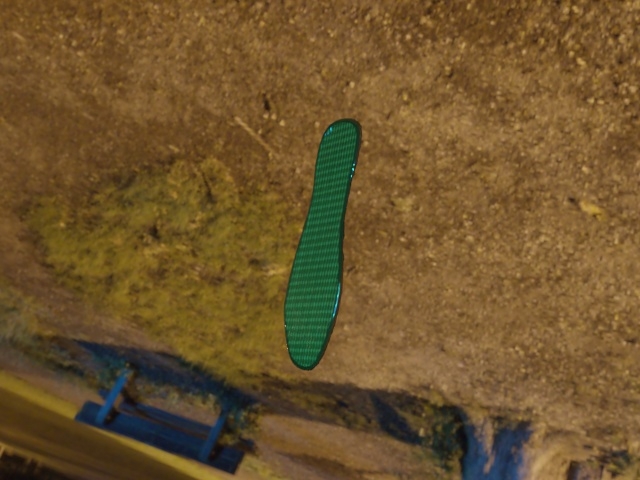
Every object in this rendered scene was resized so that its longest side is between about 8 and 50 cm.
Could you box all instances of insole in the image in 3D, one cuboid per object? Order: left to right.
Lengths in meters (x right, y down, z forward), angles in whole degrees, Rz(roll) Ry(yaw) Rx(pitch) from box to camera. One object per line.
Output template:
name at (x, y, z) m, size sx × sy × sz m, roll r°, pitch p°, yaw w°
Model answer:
insole at (0.000, 0.000, 0.741) m, size 0.005 × 0.253 × 0.086 m, roll 17°, pitch 168°, yaw -39°
